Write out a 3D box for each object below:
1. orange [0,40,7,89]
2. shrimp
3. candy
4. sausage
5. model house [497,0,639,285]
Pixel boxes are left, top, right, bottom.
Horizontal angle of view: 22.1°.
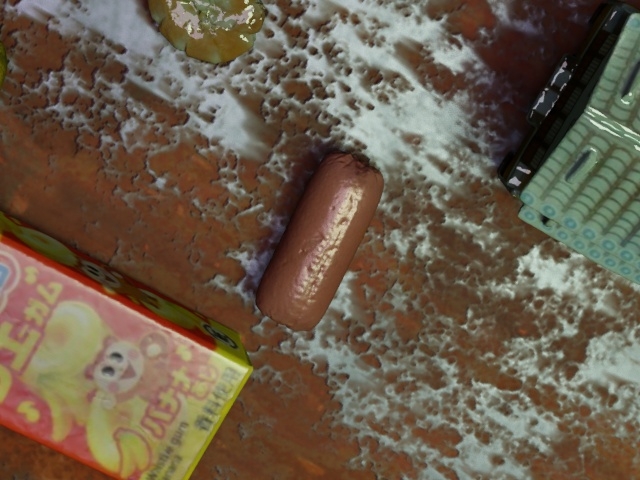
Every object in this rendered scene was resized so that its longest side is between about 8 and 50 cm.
[{"bbox_3d":[-0.293,-0.135,1.301,0.095,0.085,0.085,-38,102,2],"label":"orange"},{"bbox_3d":[-0.103,-0.230,1.311,0.091,0.043,0.184,-14,104,3],"label":"shrimp"},{"bbox_3d":[-0.207,0.089,1.339,0.276,0.088,0.146,30,97,-15],"label":"candy"},{"bbox_3d":[0.000,0.000,1.361,0.062,0.062,0.154,24,101,-9],"label":"sausage"},{"bbox_3d":[0.277,-0.062,1.287,0.224,0.215,0.198,30,101,-10],"label":"model house"}]
